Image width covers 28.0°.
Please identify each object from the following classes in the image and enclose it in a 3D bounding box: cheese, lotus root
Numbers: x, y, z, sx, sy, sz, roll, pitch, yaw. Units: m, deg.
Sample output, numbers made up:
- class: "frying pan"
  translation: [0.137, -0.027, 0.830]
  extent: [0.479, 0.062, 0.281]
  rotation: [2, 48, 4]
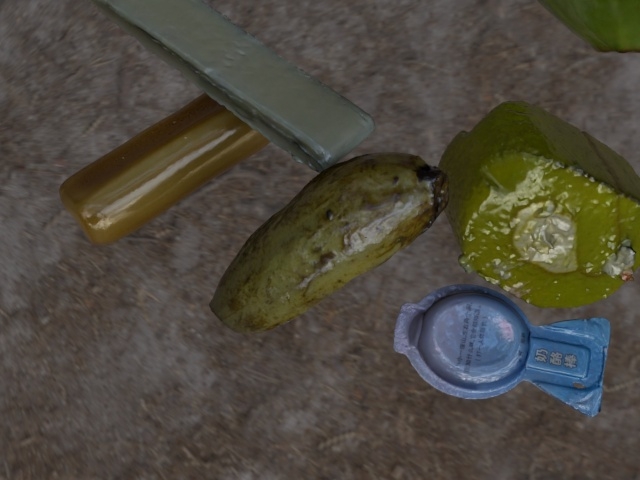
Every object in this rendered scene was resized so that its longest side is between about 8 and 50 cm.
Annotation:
- class: "cheese"
  translation: [0.205, 0.122, 1.467]
  extent: [0.244, 0.052, 0.135]
  rotation: [11, 72, 4]
- class: "lotus root"
  translation: [0.000, 0.000, 1.164]
  extent: [0.258, 0.110, 0.097]
  rotation: [-36, 106, 17]
- class: "cheese"
  translation: [-0.125, -0.198, 1.262]
  extent: [0.400, 0.034, 0.085]
  rotation: [36, 62, 17]

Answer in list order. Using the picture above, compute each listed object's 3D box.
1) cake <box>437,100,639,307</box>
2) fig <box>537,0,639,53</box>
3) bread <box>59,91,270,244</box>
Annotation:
- class: "cake"
  translation: [0.246, -0.033, 1.434]
  extent: [0.260, 0.156, 0.179]
  rotation: [23, 118, -31]
- class: "fig"
  translation: [0.313, -0.353, 1.341]
  extent: [0.316, 0.316, 0.316]
  rotation: [-1, 94, -18]
- class: "bread"
  translation: [-0.149, -0.081, 1.310]
  extent: [0.239, 0.092, 0.074]
  rotation: [-33, 124, -11]
